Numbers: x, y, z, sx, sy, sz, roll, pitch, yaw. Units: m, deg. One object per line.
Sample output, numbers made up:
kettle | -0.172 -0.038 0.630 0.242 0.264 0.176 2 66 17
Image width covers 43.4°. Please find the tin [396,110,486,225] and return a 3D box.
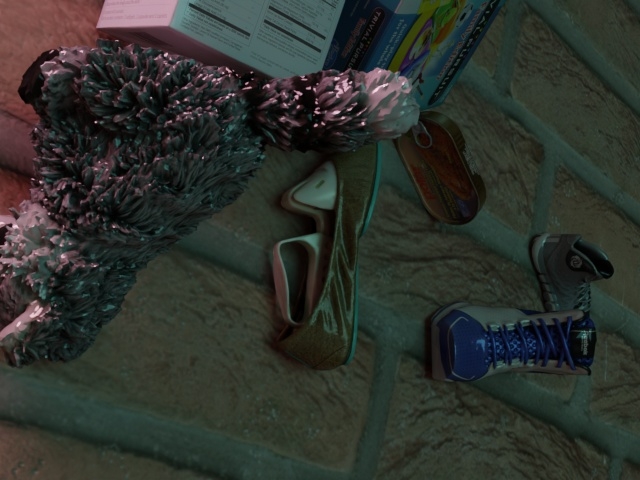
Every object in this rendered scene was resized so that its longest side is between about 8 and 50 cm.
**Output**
tin | 0.188 -0.112 1.251 0.040 0.106 0.189 -45 115 -43

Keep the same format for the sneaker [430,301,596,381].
sneaker | 0.333 0.156 1.295 0.315 0.182 0.127 2 82 -41

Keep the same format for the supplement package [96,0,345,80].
supplement package | -0.094 -0.327 0.921 0.198 0.199 0.262 19 90 -39

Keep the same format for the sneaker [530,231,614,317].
sneaker | 0.476 0.089 1.460 0.086 0.132 0.228 -38 109 -37

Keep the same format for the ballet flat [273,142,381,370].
ballet flat | 0.000 0.000 1.086 0.124 0.116 0.342 13 80 -20

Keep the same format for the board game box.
board game box | 0.128 -0.284 1.082 0.079 0.254 0.336 42 34 17

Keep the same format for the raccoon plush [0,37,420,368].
raccoon plush | -0.139 -0.021 0.775 0.216 0.446 0.299 26 65 -65
